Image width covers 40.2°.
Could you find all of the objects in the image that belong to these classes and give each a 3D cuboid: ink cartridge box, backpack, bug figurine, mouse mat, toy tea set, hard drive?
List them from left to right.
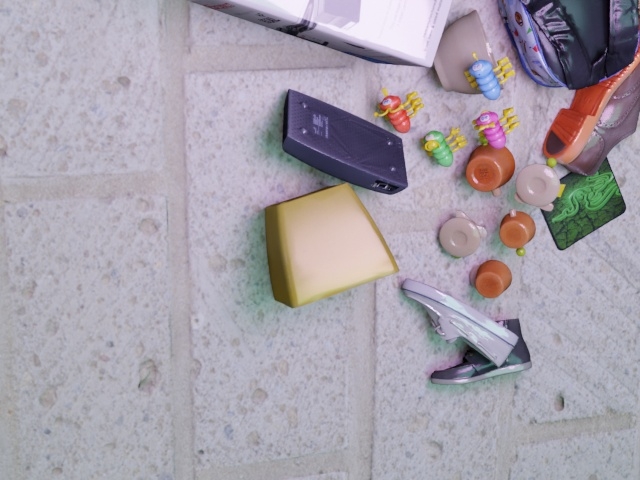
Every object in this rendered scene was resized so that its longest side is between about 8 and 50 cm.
[{"bbox_3d":[-0.008,-0.436,1.516,0.395,0.285,0.166,14,98,-18],"label":"ink cartridge box"},{"bbox_3d":[0.042,-0.181,1.658,0.255,0.172,0.054,21,129,-19],"label":"hard drive"},{"bbox_3d":[0.251,-0.238,1.670,0.279,0.072,0.216,-18,129,32],"label":"bug figurine"},{"bbox_3d":[0.364,-0.048,1.809,0.200,0.124,0.336,25,116,13],"label":"toy tea set"},{"bbox_3d":[0.484,-0.429,1.705,0.277,0.213,0.263,-21,99,-5],"label":"backpack"},{"bbox_3d":[0.573,-0.083,1.915,0.190,0.007,0.152,-31,109,-9],"label":"mouse mat"}]

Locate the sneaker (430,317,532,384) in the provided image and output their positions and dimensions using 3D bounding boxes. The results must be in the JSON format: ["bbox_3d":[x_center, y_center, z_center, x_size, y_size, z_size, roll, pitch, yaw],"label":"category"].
[{"bbox_3d":[0.336,0.241,1.891,0.222,0.083,0.118,-12,85,-5],"label":"sneaker"}]

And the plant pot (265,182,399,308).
[{"bbox_3d":[0.000,0.000,1.669,0.212,0.212,0.187,-18,95,-12],"label":"plant pot"}]

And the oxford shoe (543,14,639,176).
[{"bbox_3d":[0.614,-0.302,1.820,0.133,0.130,0.363,27,105,-25],"label":"oxford shoe"}]

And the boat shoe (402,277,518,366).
[{"bbox_3d":[0.278,0.172,1.816,0.268,0.096,0.088,30,86,-8],"label":"boat shoe"}]

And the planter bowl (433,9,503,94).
[{"bbox_3d":[0.278,-0.352,1.701,0.109,0.162,0.162,-18,109,17],"label":"planter bowl"}]
